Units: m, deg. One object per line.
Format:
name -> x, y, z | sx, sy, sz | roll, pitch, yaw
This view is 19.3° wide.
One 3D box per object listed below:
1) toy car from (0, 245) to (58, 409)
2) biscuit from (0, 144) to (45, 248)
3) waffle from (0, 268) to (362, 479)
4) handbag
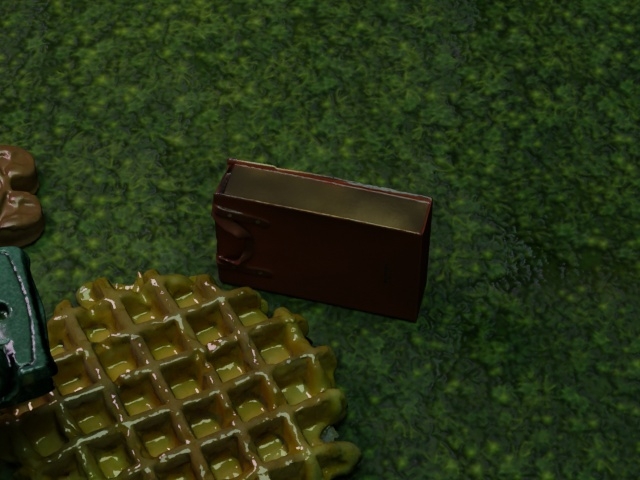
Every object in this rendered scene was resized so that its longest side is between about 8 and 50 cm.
toy car -> -0.371, 0.102, 1.471 | 0.320, 0.097, 0.141 | -15, 53, -8
biscuit -> -0.401, -0.028, 1.734 | 0.288, 0.044, 0.202 | -5, 53, -1
waffle -> -0.133, 0.145, 1.589 | 0.329, 0.062, 0.329 | 0, 54, 0
handbag -> 0.000, 0.000, 1.657 | 0.190, 0.127, 0.063 | 12, 52, 9
